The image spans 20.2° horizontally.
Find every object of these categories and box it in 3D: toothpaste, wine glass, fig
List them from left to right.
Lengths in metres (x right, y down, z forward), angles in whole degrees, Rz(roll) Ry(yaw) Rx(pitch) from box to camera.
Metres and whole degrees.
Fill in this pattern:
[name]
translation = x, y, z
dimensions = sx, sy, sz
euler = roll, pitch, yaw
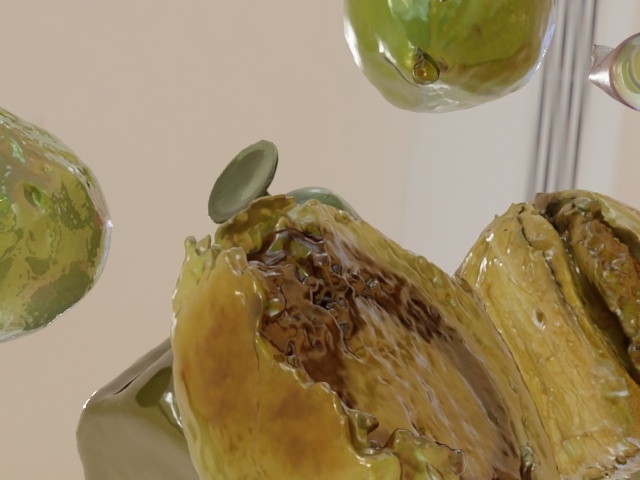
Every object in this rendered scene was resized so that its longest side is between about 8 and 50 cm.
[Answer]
[wine glass]
translation = 0.000, 0.000, 1.866
dimensions = 0.231, 0.103, 0.103
euler = 36, -122, -29
[fig]
translation = 0.122, -0.247, 1.859
dimensions = 0.314, 0.233, 0.233
euler = 7, -90, -68
[toothpaste]
translation = 0.196, -0.098, 1.098
dimensions = 0.048, 0.075, 0.301
euler = -62, -5, 5

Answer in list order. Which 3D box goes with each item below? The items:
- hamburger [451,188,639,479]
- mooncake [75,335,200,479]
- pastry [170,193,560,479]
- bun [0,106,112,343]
[hamburger]
translation = 0.220, 0.083, 1.442
dimensions = 0.283, 0.145, 0.259
euler = 140, 107, -77
[mooncake]
translation = -0.062, 0.256, 1.832
dimensions = 0.201, 0.378, 0.378
euler = -39, -46, -32
[pastry]
translation = 0.014, 0.112, 1.074
dimensions = 0.170, 0.256, 0.237
euler = -44, -28, 21
[bun]
translation = -0.338, -0.037, 1.735
dimensions = 0.283, 0.283, 0.179
euler = -59, -16, -44
